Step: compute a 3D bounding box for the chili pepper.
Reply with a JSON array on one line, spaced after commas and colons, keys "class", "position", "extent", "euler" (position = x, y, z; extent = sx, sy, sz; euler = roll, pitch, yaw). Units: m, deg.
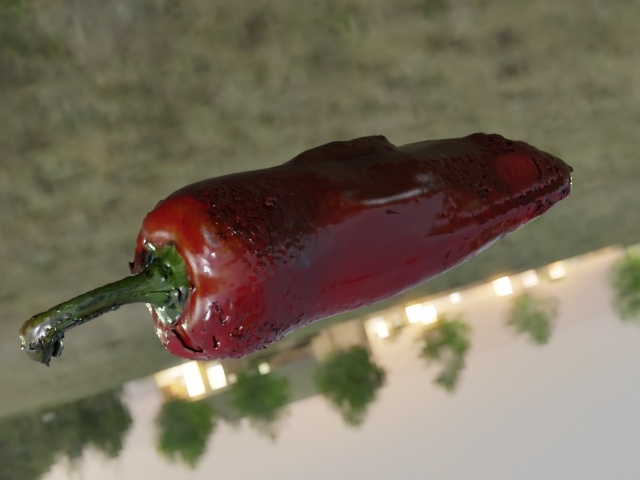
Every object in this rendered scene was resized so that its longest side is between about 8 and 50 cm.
[{"class": "chili pepper", "position": [0.000, 0.000, 1.126], "extent": [0.387, 0.110, 0.110], "euler": [-17, 177, -33]}]
